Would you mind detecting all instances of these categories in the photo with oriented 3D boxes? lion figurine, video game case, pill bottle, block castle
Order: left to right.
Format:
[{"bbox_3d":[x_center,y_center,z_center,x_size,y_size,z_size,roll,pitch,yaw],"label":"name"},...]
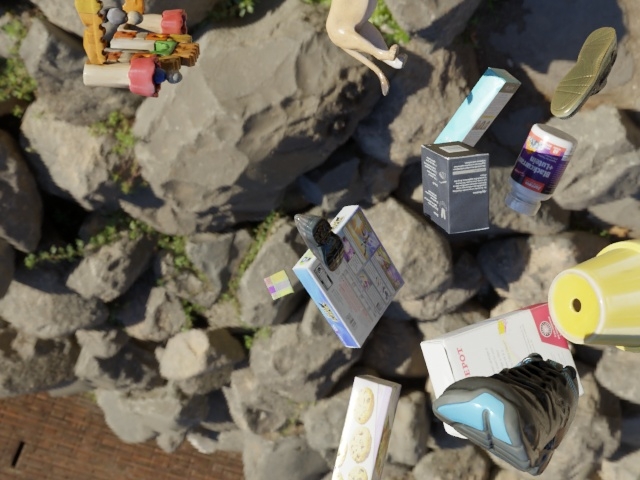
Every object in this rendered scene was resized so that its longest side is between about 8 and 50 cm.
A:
[{"bbox_3d":[-0.384,-0.528,1.602,0.212,0.453,0.303,3,123,-3],"label":"block castle"},{"bbox_3d":[0.079,0.091,1.819,0.061,0.244,0.270,-4,127,47],"label":"video game case"},{"bbox_3d":[0.076,-0.501,1.477,0.240,0.142,0.392,23,134,13],"label":"lion figurine"},{"bbox_3d":[0.499,-0.160,1.641,0.108,0.108,0.194,17,115,-4],"label":"pill bottle"}]

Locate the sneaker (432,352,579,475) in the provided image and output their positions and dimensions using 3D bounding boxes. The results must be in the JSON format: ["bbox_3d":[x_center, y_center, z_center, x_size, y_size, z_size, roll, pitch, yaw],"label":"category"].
[{"bbox_3d":[0.230,0.187,0.846,0.125,0.140,0.341,31,176,27],"label":"sneaker"}]

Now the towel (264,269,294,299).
[{"bbox_3d":[-0.106,0.114,1.834,0.060,0.083,0.009,-23,137,-8],"label":"towel"}]

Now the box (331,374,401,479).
[{"bbox_3d":[0.056,0.374,1.115,0.067,0.324,0.063,13,178,22],"label":"box"}]

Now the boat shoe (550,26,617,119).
[{"bbox_3d":[0.557,-0.335,1.479,0.073,0.224,0.080,38,167,-34],"label":"boat shoe"}]

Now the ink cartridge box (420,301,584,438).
[{"bbox_3d":[0.412,0.291,1.630,0.306,0.226,0.131,-14,175,-17],"label":"ink cartridge box"}]

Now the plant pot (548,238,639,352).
[{"bbox_3d":[0.649,0.130,1.581,0.238,0.254,0.254,-5,163,-24],"label":"plant pot"}]

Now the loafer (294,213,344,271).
[{"bbox_3d":[0.000,0.000,1.429,0.061,0.062,0.170,27,156,35],"label":"loafer"}]

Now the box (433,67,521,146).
[{"bbox_3d":[0.388,-0.313,1.790,0.100,0.060,0.244,-12,143,-52],"label":"box"}]

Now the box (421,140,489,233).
[{"bbox_3d":[0.278,-0.114,1.484,0.093,0.158,0.156,-7,-161,-10],"label":"box"}]
